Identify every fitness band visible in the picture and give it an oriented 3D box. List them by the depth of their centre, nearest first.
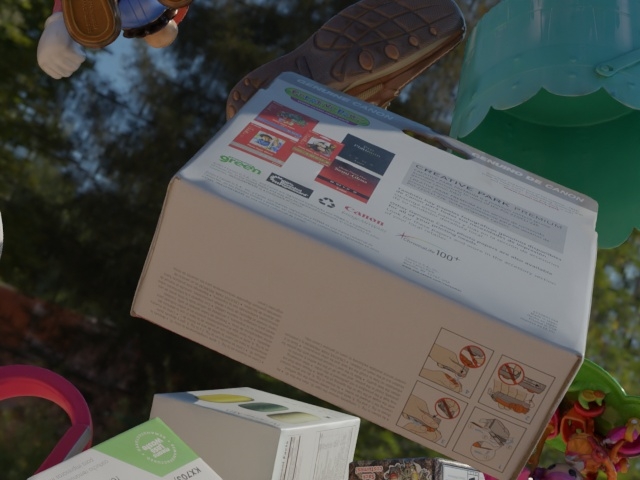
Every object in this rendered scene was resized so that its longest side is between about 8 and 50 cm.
[{"bbox_3d":[-0.414,0.272,1.524,0.209,0.291,0.054,16,-48,20],"label":"fitness band"}]

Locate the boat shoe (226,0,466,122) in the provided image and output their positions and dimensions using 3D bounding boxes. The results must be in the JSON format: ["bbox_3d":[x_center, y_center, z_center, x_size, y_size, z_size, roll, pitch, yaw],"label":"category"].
[{"bbox_3d":[0.039,-0.205,1.520,0.324,0.123,0.116,-24,-34,18],"label":"boat shoe"}]

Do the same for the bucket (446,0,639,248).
[{"bbox_3d":[0.273,-0.134,1.325,0.281,0.183,0.281,7,-33,4],"label":"bucket"}]

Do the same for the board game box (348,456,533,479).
[{"bbox_3d":[0.154,0.425,1.471,0.141,0.291,0.232,-13,-24,43],"label":"board game box"}]

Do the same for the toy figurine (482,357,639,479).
[{"bbox_3d":[0.226,0.207,1.133,0.173,0.159,0.130,15,-51,30],"label":"toy figurine"}]

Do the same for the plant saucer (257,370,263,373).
[{"bbox_3d":[0.000,0.000,1.711,0.100,0.400,0.400,40,-18,-19],"label":"plant saucer"}]

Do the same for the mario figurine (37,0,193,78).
[{"bbox_3d":[-0.177,-0.242,1.238,0.198,0.170,0.320,9,13,-8],"label":"mario figurine"}]

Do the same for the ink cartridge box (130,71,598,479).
[{"bbox_3d":[0.053,0.011,0.961,0.309,0.130,0.272,24,29,5],"label":"ink cartridge box"}]

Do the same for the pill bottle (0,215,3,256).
[{"bbox_3d":[-0.522,0.004,1.373,0.161,0.161,0.283,12,21,38],"label":"pill bottle"}]

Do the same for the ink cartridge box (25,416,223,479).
[{"bbox_3d":[-0.124,0.355,1.184,0.353,0.119,0.207,40,29,18],"label":"ink cartridge box"}]

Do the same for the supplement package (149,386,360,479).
[{"bbox_3d":[-0.099,0.322,1.663,0.199,0.198,0.262,11,0,24],"label":"supplement package"}]
